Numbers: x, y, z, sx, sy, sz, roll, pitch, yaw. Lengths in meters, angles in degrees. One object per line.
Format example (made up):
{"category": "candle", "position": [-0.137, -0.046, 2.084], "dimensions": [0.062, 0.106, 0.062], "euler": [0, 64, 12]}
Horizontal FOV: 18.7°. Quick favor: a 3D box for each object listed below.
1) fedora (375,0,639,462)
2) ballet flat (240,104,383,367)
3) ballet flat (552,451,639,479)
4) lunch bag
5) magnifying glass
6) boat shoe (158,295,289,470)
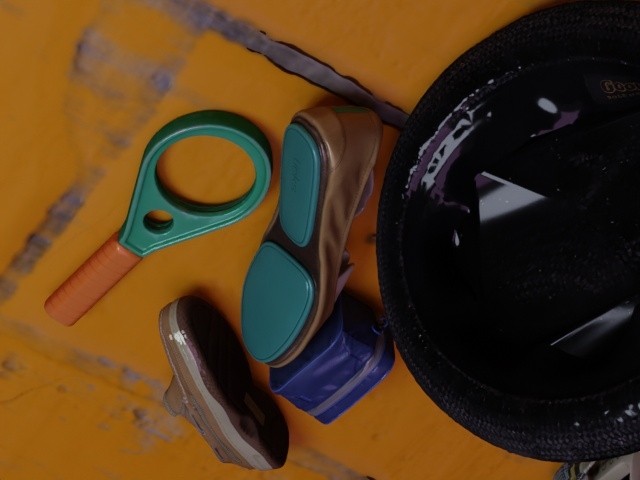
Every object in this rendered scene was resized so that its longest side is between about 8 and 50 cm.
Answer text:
{"category": "fedora", "position": [0.202, -0.003, 1.315], "dimensions": [0.152, 0.334, 0.334], "euler": [4, 140, -48]}
{"category": "ballet flat", "position": [0.000, 0.000, 1.405], "dimensions": [0.073, 0.080, 0.232], "euler": [-18, 141, -33]}
{"category": "ballet flat", "position": [0.258, 0.170, 1.551], "dimensions": [0.070, 0.070, 0.188], "euler": [25, 126, -19]}
{"category": "lunch bag", "position": [0.014, 0.088, 1.480], "dimensions": [0.065, 0.067, 0.098], "euler": [34, 121, -26]}
{"category": "magnifying glass", "position": [-0.125, -0.011, 1.425], "dimensions": [0.092, 0.026, 0.231], "euler": [33, 124, -25]}
{"category": "boat shoe", "position": [-0.092, 0.119, 1.513], "dimensions": [0.072, 0.068, 0.190], "euler": [-8, 131, 23]}
